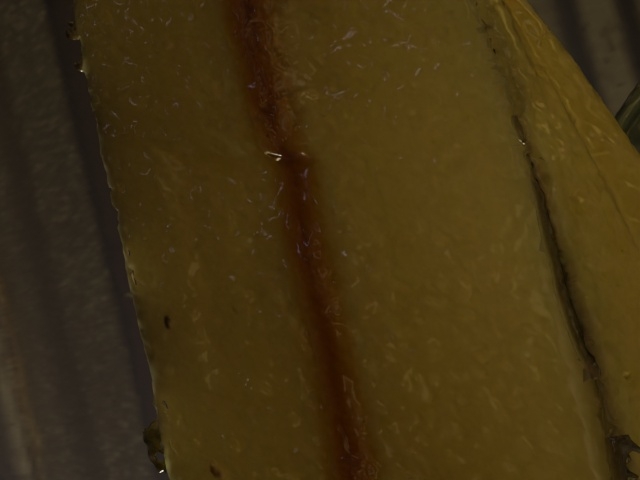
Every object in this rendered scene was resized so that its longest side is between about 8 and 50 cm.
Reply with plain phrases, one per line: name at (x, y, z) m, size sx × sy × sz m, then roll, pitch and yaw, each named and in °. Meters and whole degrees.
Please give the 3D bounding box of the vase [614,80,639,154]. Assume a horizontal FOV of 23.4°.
vase at (0.459, -0.035, 1.612) m, size 0.245 × 0.291 × 0.245 m, roll -31°, pitch -40°, yaw -30°

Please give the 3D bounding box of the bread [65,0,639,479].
bread at (0.000, 0.000, 0.799) m, size 0.405 × 0.346 × 0.242 m, roll 55°, pitch -130°, yaw -15°
